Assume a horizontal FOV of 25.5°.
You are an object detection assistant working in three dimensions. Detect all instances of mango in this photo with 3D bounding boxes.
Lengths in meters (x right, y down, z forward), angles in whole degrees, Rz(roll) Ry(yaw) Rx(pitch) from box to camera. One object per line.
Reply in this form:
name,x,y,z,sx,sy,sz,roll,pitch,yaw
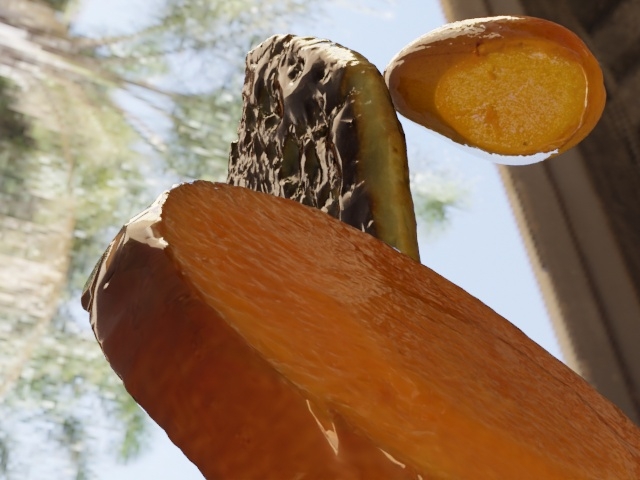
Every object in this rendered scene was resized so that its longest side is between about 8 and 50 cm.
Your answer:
mango,0.159,-0.141,1.318,0.217,0.102,0.141,8,-93,24

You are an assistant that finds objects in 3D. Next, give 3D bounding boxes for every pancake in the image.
pancake,0.001,-0.005,1.193,0.427,0.067,0.304,-131,-128,-57

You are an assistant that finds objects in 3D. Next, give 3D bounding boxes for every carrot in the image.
carrot,0.039,0.086,0.565,0.100,0.307,0.258,-54,-156,10
